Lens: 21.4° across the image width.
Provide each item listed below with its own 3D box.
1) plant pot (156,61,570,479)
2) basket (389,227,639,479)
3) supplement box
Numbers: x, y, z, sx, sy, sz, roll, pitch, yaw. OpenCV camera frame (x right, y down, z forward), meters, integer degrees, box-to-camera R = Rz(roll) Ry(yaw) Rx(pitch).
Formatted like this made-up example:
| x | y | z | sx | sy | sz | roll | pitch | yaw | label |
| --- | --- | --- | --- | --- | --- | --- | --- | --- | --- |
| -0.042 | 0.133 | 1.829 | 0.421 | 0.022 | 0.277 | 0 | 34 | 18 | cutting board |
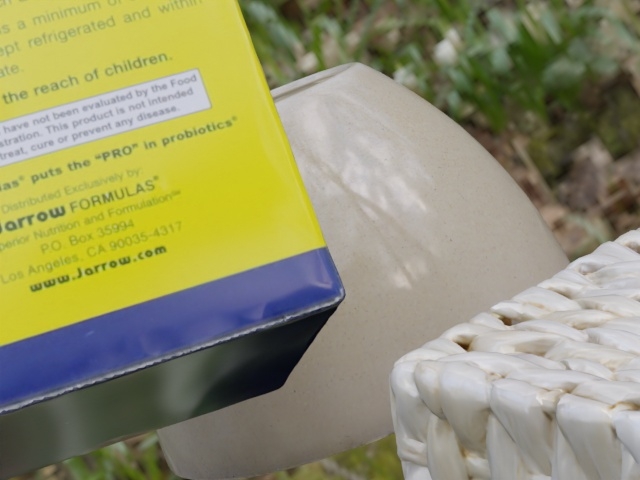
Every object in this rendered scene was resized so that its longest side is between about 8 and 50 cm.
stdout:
| x | y | z | sx | sy | sz | roll | pitch | yaw | label |
| --- | --- | --- | --- | --- | --- | --- | --- | --- | --- |
| 0.000 | 0.000 | 1.059 | 0.284 | 0.191 | 0.284 | -21 | 10 | 4 | plant pot |
| 0.237 | 0.160 | 0.655 | 0.266 | 0.331 | 0.328 | -21 | 20 | -38 | basket |
| -0.150 | -0.084 | 0.809 | 0.195 | 0.357 | 0.194 | -17 | -13 | -14 | supplement box |
